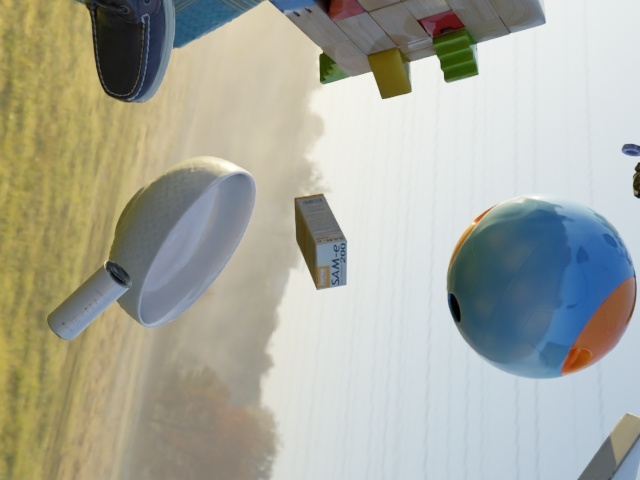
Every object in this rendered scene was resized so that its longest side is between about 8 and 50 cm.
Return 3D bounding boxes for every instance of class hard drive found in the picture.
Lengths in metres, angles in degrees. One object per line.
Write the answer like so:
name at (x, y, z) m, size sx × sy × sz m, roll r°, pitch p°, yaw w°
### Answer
hard drive at (0.405, 0.429, 1.277) m, size 0.203 × 0.040 × 0.307 m, roll -35°, pitch 135°, yaw -39°

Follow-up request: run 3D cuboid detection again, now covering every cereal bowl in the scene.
cereal bowl at (-0.272, -0.016, 1.591) m, size 0.339 × 0.141 × 0.339 m, roll -50°, pitch 164°, yaw -20°

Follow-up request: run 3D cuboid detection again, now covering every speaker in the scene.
speaker at (-0.355, 0.092, 1.327) m, size 0.136 × 0.055 × 0.055 m, roll -41°, pitch -161°, yaw 15°

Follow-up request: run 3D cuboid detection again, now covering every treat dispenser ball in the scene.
treat dispenser ball at (0.339, 0.070, 1.341) m, size 0.288 × 0.288 × 0.288 m, roll -168°, pitch -90°, yaw -83°

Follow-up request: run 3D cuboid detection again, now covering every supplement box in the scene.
supplement box at (0.000, 0.000, 0.953) m, size 0.098 × 0.036 × 0.062 m, roll -114°, pitch -161°, yaw -51°

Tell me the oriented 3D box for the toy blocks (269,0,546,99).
toy blocks at (0.107, -0.337, 1.097) m, size 0.261 × 0.381 × 0.191 m, roll 29°, pitch 56°, yaw -57°

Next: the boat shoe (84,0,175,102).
boat shoe at (-0.207, -0.275, 0.870) m, size 0.092 × 0.103 × 0.285 m, roll -36°, pitch 140°, yaw -58°

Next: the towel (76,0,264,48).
towel at (-0.139, -0.398, 1.203) m, size 0.271 × 0.370 × 0.040 m, roll 16°, pitch 53°, yaw -62°

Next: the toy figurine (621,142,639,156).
toy figurine at (0.617, -0.115, 1.477) m, size 0.191 × 0.217 × 0.362 m, roll -65°, pitch 161°, yaw -5°

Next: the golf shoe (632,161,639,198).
golf shoe at (0.795, -0.127, 1.930) m, size 0.198 × 0.077 × 0.094 m, roll 0°, pitch -119°, yaw 46°
